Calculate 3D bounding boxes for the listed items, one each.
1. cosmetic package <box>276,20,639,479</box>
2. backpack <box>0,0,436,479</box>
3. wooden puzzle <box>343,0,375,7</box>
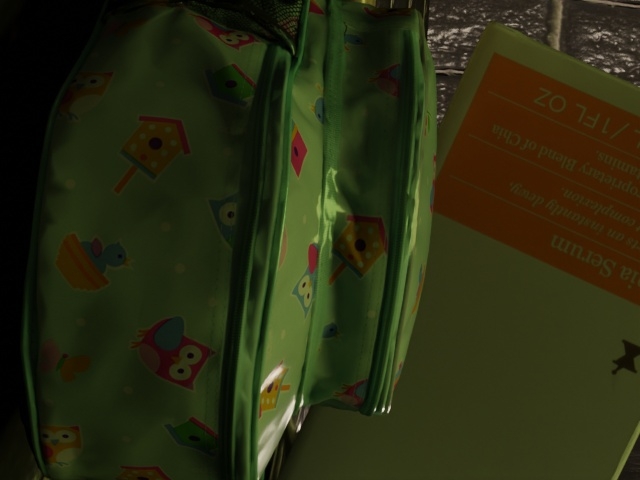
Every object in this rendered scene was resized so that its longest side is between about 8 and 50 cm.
[{"bbox_3d":[0.136,0.089,1.107,0.161,0.230,0.453,-11,125,-82],"label":"cosmetic package"},{"bbox_3d":[-0.034,-0.005,0.500,0.188,0.144,0.166,-68,169,-57],"label":"backpack"},{"bbox_3d":[0.000,-0.238,0.895,0.348,0.080,0.322,-80,174,-70],"label":"wooden puzzle"}]
